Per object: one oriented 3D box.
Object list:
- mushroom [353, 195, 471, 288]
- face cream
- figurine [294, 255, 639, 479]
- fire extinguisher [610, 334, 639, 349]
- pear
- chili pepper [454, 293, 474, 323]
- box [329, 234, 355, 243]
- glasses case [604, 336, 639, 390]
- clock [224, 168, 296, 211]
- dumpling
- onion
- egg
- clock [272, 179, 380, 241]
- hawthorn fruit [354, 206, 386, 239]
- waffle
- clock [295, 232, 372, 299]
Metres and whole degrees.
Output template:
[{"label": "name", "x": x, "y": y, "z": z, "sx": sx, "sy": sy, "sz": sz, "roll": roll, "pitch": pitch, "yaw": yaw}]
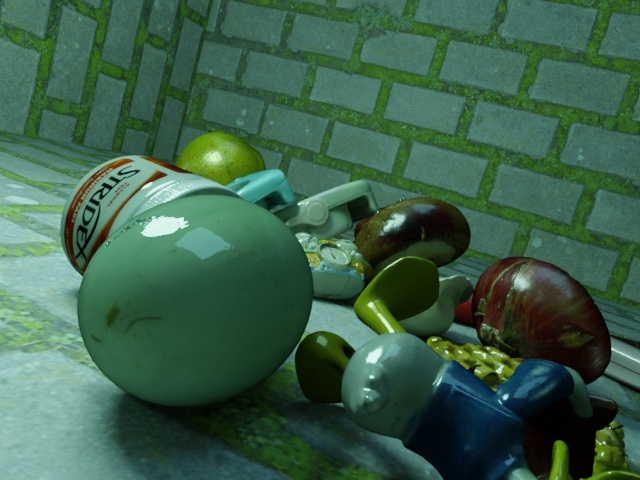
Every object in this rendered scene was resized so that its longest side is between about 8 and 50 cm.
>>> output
[{"label": "mushroom", "x": 0.209, "y": 0.017, "z": 1.205, "sx": 0.297, "sy": 0.278, "sz": 0.163, "roll": -18, "pitch": 42, "yaw": -1}, {"label": "face cream", "x": -0.217, "y": -0.002, "z": 0.695, "sx": 0.187, "sy": 0.201, "sz": 0.201, "roll": 23, "pitch": 10, "yaw": 36}, {"label": "figurine", "x": 0.146, "y": 0.190, "z": 0.432, "sx": 0.283, "sy": 0.205, "sz": 0.338, "roll": 21, "pitch": 18, "yaw": -20}, {"label": "fire extinguisher", "x": 0.766, "y": 0.270, "z": 1.335, "sx": 0.158, "sy": 0.043, "sz": 0.064, "roll": 15, "pitch": -22, "yaw": -10}, {"label": "pear", "x": -0.319, "y": -0.195, "z": 1.591, "sx": 0.294, "sy": 0.294, "sz": 0.294, "roll": 16, "pitch": 8, "yaw": -2}, {"label": "chili pepper", "x": 0.378, "y": 0.156, "z": 1.210, "sx": 0.368, "sy": 0.092, "sz": 0.137, "roll": 16, "pitch": -8, "yaw": -27}, {"label": "box", "x": 0.000, "y": 0.000, "z": 1.604, "sx": 0.201, "sy": 0.058, "sz": 0.141, "roll": 19, "pitch": 8, "yaw": 12}, {"label": "glasses case", "x": 0.633, "y": 0.254, "z": 1.070, "sx": 0.113, "sy": 0.075, "sz": 0.297, "roll": 12, "pitch": 10, "yaw": -35}, {"label": "clock", "x": -0.206, "y": -0.054, "z": 1.107, "sx": 0.274, "sy": 0.094, "sz": 0.223, "roll": -38, "pitch": 19, "yaw": -26}, {"label": "dumpling", "x": 0.202, "y": 0.109, "z": 0.943, "sx": 0.215, "sy": 0.126, "sz": 0.166, "roll": 27, "pitch": -42, "yaw": -29}, {"label": "onion", "x": 0.357, "y": 0.144, "z": 0.862, "sx": 0.248, "sy": 0.161, "sz": 0.248, "roll": 45, "pitch": -8, "yaw": 8}, {"label": "egg", "x": -0.112, "y": 0.055, "z": 0.514, "sx": 0.202, "sy": 0.203, "sz": 0.282, "roll": 19, "pitch": 7, "yaw": 17}, {"label": "clock", "x": -0.039, "y": -0.037, "z": 1.230, "sx": 0.324, "sy": 0.109, "sz": 0.265, "roll": -26, "pitch": 5, "yaw": -43}, {"label": "hawthorn fruit", "x": 0.222, "y": 0.004, "z": 1.483, "sx": 0.248, "sy": 0.208, "sz": 0.208, "roll": -4, "pitch": 20, "yaw": -44}, {"label": "waffle", "x": 0.265, "y": 0.208, "z": 0.704, "sx": 0.292, "sy": 0.069, "sz": 0.259, "roll": 20, "pitch": 10, "yaw": 17}, {"label": "clock", "x": 0.010, "y": 0.048, "z": 1.063, "sx": 0.230, "sy": 0.103, "sz": 0.144, "roll": 13, "pitch": 34, "yaw": -26}]
